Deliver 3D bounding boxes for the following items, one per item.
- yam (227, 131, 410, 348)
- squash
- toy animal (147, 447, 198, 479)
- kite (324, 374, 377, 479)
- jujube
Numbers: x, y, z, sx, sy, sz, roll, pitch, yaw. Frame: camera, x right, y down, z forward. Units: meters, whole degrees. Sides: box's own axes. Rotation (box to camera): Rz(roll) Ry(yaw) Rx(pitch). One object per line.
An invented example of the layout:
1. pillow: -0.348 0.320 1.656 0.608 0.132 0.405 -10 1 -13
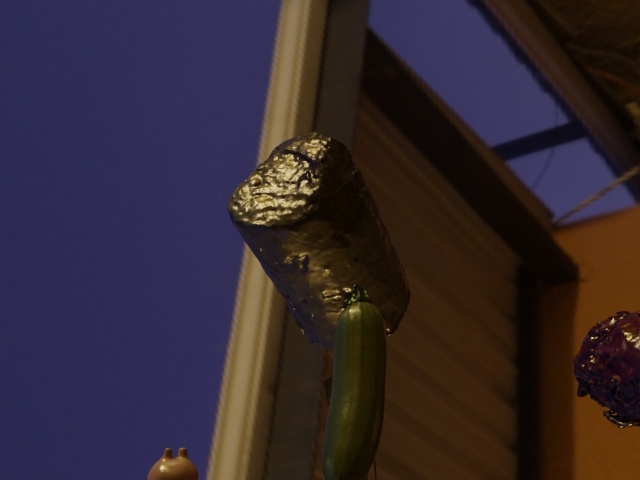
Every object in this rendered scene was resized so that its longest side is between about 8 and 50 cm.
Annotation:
1. yam: 0.000 0.000 1.509 0.300 0.195 0.195 62 -147 -42
2. squash: 0.043 0.173 1.237 0.069 0.069 0.258 39 -132 -41
3. toy animal: -0.198 0.361 1.466 0.089 0.083 0.150 -8 -84 -64
4. kite: 0.063 0.372 1.901 0.169 0.015 0.310 1 -94 -52
5. jujube: 0.269 0.102 0.892 0.166 0.104 0.104 -146 33 -78
